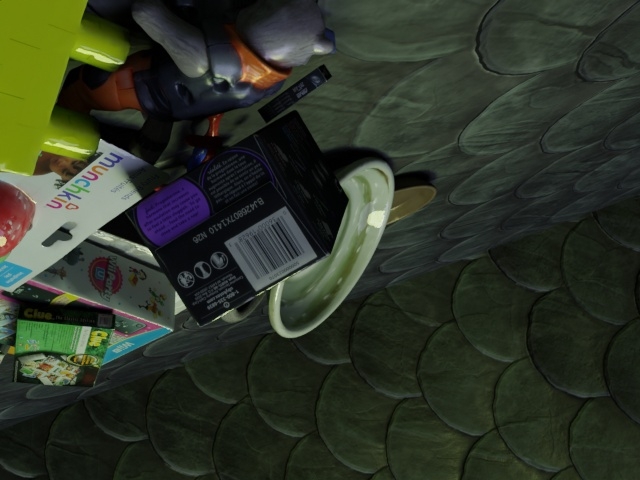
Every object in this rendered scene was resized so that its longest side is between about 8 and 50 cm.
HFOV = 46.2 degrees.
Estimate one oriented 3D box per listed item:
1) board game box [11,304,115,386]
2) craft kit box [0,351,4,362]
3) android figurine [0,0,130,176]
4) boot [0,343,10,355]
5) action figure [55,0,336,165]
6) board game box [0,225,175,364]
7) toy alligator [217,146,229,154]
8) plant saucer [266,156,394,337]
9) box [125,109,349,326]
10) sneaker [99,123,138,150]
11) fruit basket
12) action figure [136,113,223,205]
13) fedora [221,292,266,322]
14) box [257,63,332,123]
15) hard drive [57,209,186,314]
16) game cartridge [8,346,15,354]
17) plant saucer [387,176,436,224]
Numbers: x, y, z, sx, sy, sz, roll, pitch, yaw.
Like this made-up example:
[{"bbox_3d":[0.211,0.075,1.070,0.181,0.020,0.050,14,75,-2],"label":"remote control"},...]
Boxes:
[{"bbox_3d":[-0.406,0.172,1.171,0.136,0.030,0.260,11,147,-19],"label":"board game box"},{"bbox_3d":[-0.603,0.134,1.062,0.246,0.061,0.250,23,170,-4],"label":"craft kit box"},{"bbox_3d":[-0.282,-0.147,0.563,0.273,0.056,0.248,10,104,-46],"label":"android figurine"},{"bbox_3d":[-0.803,0.182,1.268,0.367,0.146,0.445,-22,162,6],"label":"boot"},{"bbox_3d":[-0.111,-0.168,0.798,0.330,0.178,0.341,-19,169,39],"label":"action figure"},{"bbox_3d":[-0.410,0.089,1.152,0.224,0.097,0.303,-27,143,34],"label":"board game box"},{"bbox_3d":[-0.165,-0.119,1.156,0.051,0.056,0.189,30,145,-16],"label":"toy alligator"},{"bbox_3d":[0.000,0.000,1.499,0.400,0.100,0.400,-45,153,-30],"label":"plant saucer"},{"bbox_3d":[-0.077,-0.039,0.856,0.165,0.143,0.270,-29,-170,13],"label":"box"},{"bbox_3d":[-0.289,-0.111,1.005,0.089,0.051,0.170,-32,166,26],"label":"sneaker"},{"bbox_3d":[-0.385,-0.047,0.726,0.327,0.165,0.353,-28,138,32],"label":"fruit basket"},{"bbox_3d":[-0.218,-0.086,1.087,0.139,0.091,0.280,6,147,-8],"label":"action figure"},{"bbox_3d":[-0.169,0.025,1.447,0.275,0.124,0.244,-56,157,-52],"label":"fedora"},{"bbox_3d":[-0.028,-0.166,0.845,0.083,0.018,0.067,-33,-169,13],"label":"box"},{"bbox_3d":[-0.343,0.038,1.231,0.237,0.064,0.339,-30,140,35],"label":"hard drive"},{"bbox_3d":[-0.598,0.197,1.785,0.323,0.053,0.285,-17,166,-3],"label":"game cartridge"},{"bbox_3d":[0.134,-0.080,1.742,0.278,0.041,0.278,-19,167,-5],"label":"plant saucer"}]
